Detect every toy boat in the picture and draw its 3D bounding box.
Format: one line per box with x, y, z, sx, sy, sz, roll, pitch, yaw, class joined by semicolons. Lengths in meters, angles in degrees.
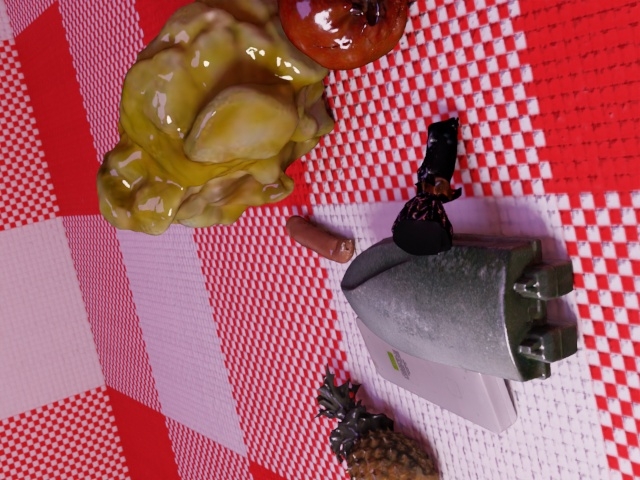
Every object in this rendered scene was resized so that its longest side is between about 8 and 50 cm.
0.128;0.060;1.027;0.320;0.092;0.141;5;105;52;toy boat

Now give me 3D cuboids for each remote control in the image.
0.131;0.150;1.137;0.250;0.034;0.103;15;132;59;remote control

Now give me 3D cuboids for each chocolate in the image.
0.120;-0.055;0.985;0.070;0.147;0.072;31;147;-9;chocolate

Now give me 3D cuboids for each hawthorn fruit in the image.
0.016;-0.260;1.029;0.172;0.148;0.148;-144;45;-62;hawthorn fruit

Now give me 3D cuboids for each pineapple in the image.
0.060;0.276;1.286;0.251;0.125;0.125;-132;36;-50;pineapple

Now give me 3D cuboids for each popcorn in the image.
-0.137;-0.174;1.203;0.293;0.292;0.334;59;145;35;popcorn

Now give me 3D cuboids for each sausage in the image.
0.000;0.000;1.313;0.042;0.036;0.158;48;168;-32;sausage
